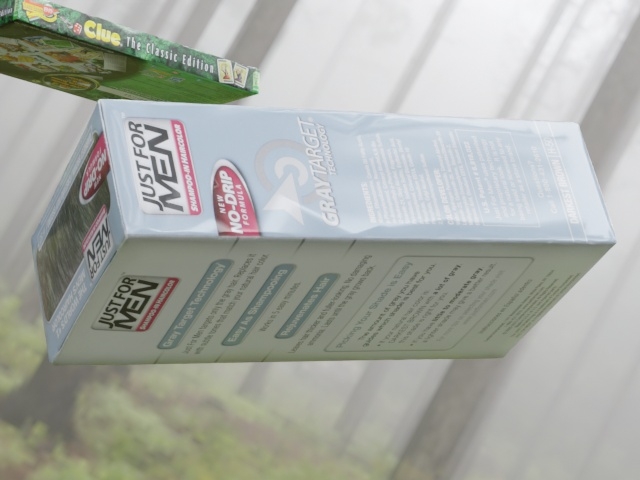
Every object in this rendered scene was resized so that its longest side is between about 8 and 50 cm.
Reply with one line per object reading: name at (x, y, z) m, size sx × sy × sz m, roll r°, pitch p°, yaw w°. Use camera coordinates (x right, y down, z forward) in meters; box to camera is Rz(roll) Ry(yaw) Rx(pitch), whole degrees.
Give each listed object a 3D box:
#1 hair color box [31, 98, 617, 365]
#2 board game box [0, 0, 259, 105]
hair color box at (0.000, 0.000, 1.314) m, size 0.374 × 0.114 × 0.185 m, roll 0°, pitch -31°, yaw -26°
board game box at (-0.193, -0.154, 1.574) m, size 0.259 × 0.030 × 0.136 m, roll 14°, pitch -19°, yaw -43°
